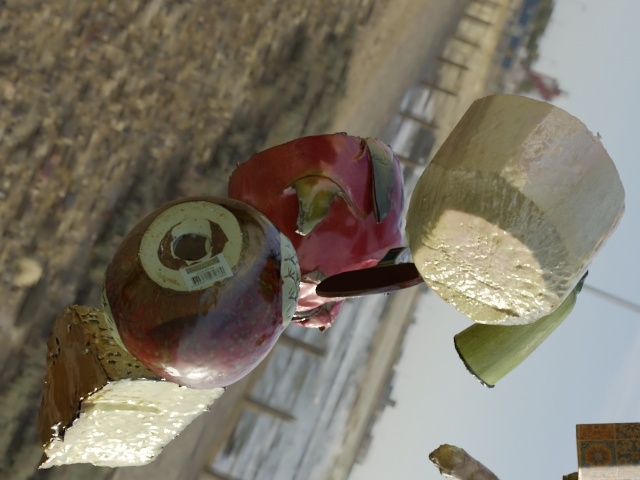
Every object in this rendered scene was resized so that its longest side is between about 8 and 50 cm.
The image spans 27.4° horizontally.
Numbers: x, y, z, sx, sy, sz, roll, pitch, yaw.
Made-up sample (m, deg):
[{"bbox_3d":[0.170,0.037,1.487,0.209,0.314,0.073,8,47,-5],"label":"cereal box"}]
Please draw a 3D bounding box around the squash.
[{"bbox_3d":[0.297,0.106,1.869,0.224,0.094,0.094,-42,-179,13],"label":"squash"}]

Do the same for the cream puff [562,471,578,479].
[{"bbox_3d":[0.428,0.436,2.091,0.121,0.156,0.156,6,106,-61],"label":"cream puff"}]

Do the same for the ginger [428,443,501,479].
[{"bbox_3d":[0.204,0.334,1.712,0.067,0.165,0.096,-38,169,-40],"label":"ginger"}]

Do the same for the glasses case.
[{"bbox_3d":[0.470,0.293,1.838,0.049,0.218,0.075,74,16,-50],"label":"glasses case"}]

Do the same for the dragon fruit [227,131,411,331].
[{"bbox_3d":[0.000,0.000,1.991,0.305,0.306,0.225,102,-18,-62],"label":"dragon fruit"}]

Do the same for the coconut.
[{"bbox_3d":[0.236,-0.044,1.558,0.244,0.239,0.239,-52,166,-36],"label":"coconut"}]

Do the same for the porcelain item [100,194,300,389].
[{"bbox_3d":[-0.140,0.080,1.605,0.253,0.253,0.253,22,90,-85],"label":"porcelain item"}]

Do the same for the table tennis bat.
[{"bbox_3d":[0.081,0.042,1.732,0.274,0.154,0.021,-35,117,-73],"label":"table tennis bat"}]

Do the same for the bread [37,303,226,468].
[{"bbox_3d":[-0.309,0.278,2.083,0.279,0.248,0.315,37,-59,58],"label":"bread"}]
